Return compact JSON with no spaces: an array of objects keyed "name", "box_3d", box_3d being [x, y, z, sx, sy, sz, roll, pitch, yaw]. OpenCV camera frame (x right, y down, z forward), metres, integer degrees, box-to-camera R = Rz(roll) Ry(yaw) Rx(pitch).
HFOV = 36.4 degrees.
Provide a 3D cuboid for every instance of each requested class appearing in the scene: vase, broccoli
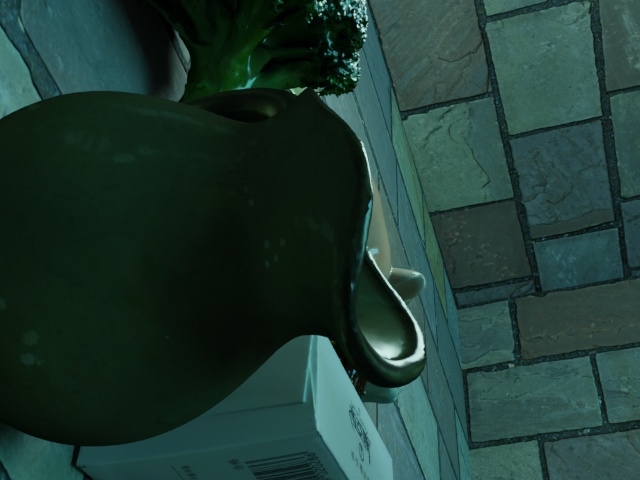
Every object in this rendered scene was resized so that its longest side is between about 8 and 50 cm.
[{"name":"vase","box_3d":[-0.091,-0.020,0.694,0.329,0.302,0.241,-85,159,-53]},{"name":"broccoli","box_3d":[-0.090,-0.233,1.077,0.297,0.297,0.297,-68,157,-15]}]

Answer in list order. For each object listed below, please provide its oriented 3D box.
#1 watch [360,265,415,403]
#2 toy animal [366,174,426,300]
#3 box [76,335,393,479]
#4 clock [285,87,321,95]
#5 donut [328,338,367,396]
[{"name":"watch","box_3d":[0.089,0.169,1.725,0.253,0.161,0.241,-19,110,-75]},{"name":"toy animal","box_3d":[0.000,0.004,1.301,0.195,0.213,0.256,35,-27,36]},{"name":"box","box_3d":[-0.060,0.197,0.869,0.274,0.203,0.116,64,20,-48]},{"name":"clock","box_3d":[-0.084,-0.305,1.389,0.276,0.120,0.379,-15,94,-72]},{"name":"donut","box_3d":[0.007,0.192,1.284,0.230,0.095,0.216,-50,159,-60]}]
